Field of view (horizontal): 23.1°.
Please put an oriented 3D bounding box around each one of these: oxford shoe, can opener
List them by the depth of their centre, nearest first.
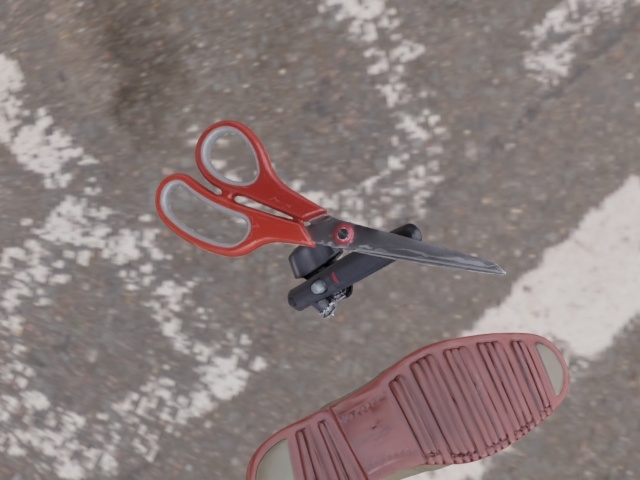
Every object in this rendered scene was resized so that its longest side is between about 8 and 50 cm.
[{"bbox_3d":[0.026,0.025,1.459,0.059,0.186,0.073,-39,99,-35],"label":"can opener"},{"bbox_3d":[0.080,0.181,1.575,0.348,0.130,0.123,-18,84,-12],"label":"oxford shoe"}]

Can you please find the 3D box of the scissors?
[{"bbox_3d":[0.000,0.000,1.272,0.297,0.021,0.109,29,88,18],"label":"scissors"}]
